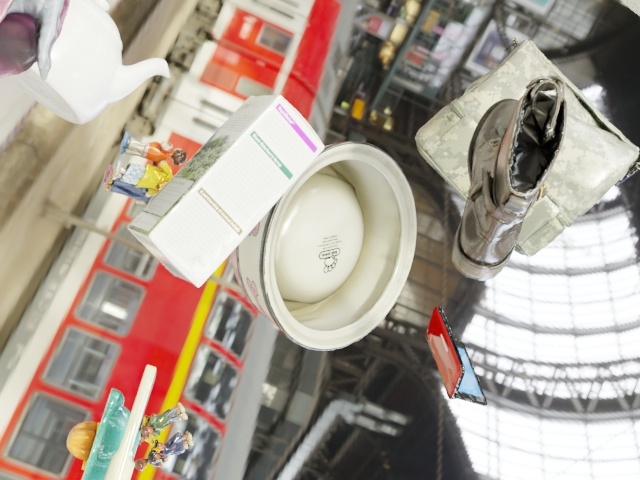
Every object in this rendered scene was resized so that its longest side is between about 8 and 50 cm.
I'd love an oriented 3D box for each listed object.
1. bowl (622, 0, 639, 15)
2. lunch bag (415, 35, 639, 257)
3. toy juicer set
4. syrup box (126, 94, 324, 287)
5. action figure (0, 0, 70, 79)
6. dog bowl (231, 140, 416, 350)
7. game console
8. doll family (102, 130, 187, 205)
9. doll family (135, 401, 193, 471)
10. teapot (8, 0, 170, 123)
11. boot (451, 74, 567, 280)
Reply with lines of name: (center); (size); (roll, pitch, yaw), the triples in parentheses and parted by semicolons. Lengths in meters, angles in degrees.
bowl: (0.546, -0.482, 1.333); (0.134, 0.298, 0.298); (-25, 177, -16)
lunch bag: (0.351, -0.156, 1.517); (0.256, 0.305, 0.212); (-44, 177, 18)
toy juicer set: (-0.293, 0.299, 1.155); (0.329, 0.089, 0.209); (123, -17, -57)
syrup box: (-0.114, -0.066, 1.099); (0.237, 0.096, 0.093); (-48, -154, -14)
action figure: (-0.388, -0.266, 0.750); (0.248, 0.370, 0.276); (-86, -168, -64)
dog bowl: (0.000, 0.000, 1.768); (0.150, 0.408, 0.408); (16, -99, 45)
game console: (0.243, 0.199, 1.551); (0.124, 0.085, 0.144); (99, -19, -45)
doll family: (-0.368, -0.118, 1.921); (0.263, 0.163, 0.118); (142, -42, -59)
doll family: (-0.319, 0.395, 1.777); (0.111, 0.076, 0.193); (-30, 130, -27)
teapot: (-0.418, -0.328, 1.455); (0.252, 0.256, 0.187); (24, -107, 41)
boot: (0.214, -0.097, 0.951); (0.229, 0.091, 0.263); (99, 6, -62)
